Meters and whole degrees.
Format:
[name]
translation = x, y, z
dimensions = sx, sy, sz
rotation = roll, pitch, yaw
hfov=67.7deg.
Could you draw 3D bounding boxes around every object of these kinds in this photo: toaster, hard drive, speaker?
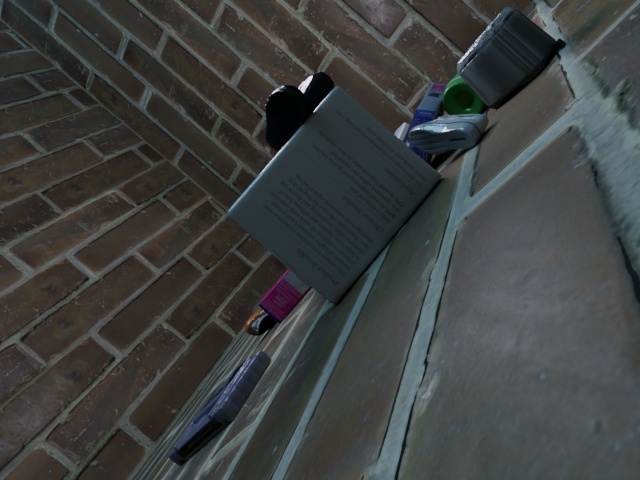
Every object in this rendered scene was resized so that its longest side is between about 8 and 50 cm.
[toaster]
translation = 0.419, -0.418, 1.085
dimensions = 0.129, 0.146, 0.227
rotation = -52, 3, -19
[hard drive]
translation = 0.324, -0.377, 2.230
dimensions = 0.210, 0.040, 0.319
rotation = -130, 64, -87
[speaker]
translation = 0.450, -0.460, 1.383
dimensions = 0.296, 0.131, 0.131
rotation = -52, 4, -41

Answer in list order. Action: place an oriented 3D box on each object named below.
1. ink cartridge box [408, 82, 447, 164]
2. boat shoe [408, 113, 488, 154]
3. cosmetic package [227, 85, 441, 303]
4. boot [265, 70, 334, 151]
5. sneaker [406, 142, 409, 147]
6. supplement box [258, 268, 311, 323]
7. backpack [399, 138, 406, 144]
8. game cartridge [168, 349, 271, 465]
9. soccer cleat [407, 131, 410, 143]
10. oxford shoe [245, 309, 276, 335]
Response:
[ink cartridge box]
translation = 0.305, -0.311, 1.373
dimensions = 0.311, 0.065, 0.186
rotation = -61, -22, -48
[boat shoe]
translation = 0.305, -0.256, 1.134
dimensions = 0.076, 0.083, 0.226
rotation = -44, 28, -14
[cosmetic package]
translation = 0.026, -0.105, 1.229
dimensions = 0.394, 0.329, 0.327
rotation = -49, 3, -2
[boot]
translation = -0.042, -0.347, 1.165
dimensions = 0.207, 0.094, 0.246
rotation = -55, 0, -21
[sneaker]
translation = 0.331, -0.316, 1.777
dimensions = 0.191, 0.083, 0.071
rotation = -51, 4, -4
[supplement box]
translation = -0.124, 0.195, 1.855
dimensions = 0.220, 0.114, 0.111
rotation = -48, 2, 7
[backpack]
translation = 0.180, -0.225, 1.583
dimensions = 0.290, 0.273, 0.355
rotation = -48, -18, -13
[game cartridge]
translation = -0.284, 0.466, 1.339
dimensions = 0.355, 0.068, 0.230
rotation = -48, 8, 35
[soccer cleat]
translation = 0.423, -0.435, 2.217
dimensions = 0.076, 0.068, 0.196
rotation = -9, -29, -22
[oxford shoe]
translation = -0.190, 0.299, 2.000
dimensions = 0.098, 0.097, 0.271
rotation = 6, 47, 52
